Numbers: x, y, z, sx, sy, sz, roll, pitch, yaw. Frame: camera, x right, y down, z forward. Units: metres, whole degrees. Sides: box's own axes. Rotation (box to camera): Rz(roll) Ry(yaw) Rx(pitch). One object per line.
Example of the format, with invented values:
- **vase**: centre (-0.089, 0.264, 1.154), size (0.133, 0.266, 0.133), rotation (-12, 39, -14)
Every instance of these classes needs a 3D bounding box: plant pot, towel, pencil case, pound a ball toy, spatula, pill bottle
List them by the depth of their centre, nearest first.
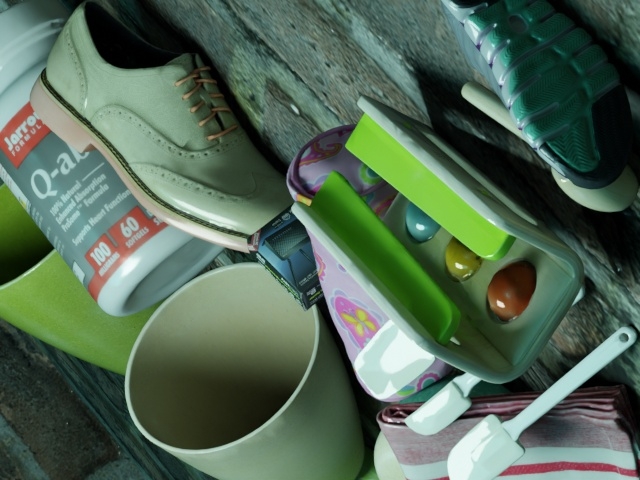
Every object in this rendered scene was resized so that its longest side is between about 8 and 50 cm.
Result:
- **pound a ball toy**: centre (0.132, -0.025, 1.574), size (0.136, 0.208, 0.319), rotation (26, -169, -33)
- **spatula**: centre (0.150, 0.101, 1.680), size (0.242, 0.019, 0.168), rotation (-45, 76, 32)
- **towel**: centre (0.212, 0.274, 1.811), size (0.237, 0.037, 0.329), rotation (-7, 126, 24)
- **pencil case**: centre (0.057, 0.024, 1.848), size (0.124, 0.124, 0.284), rotation (36, 154, 45)
- **pill bottle**: centre (-0.279, -0.105, 2.318), size (0.363, 0.210, 0.210), rotation (51, 162, 11)
- **plant pot**: centre (-0.060, 0.208, 2.326), size (0.256, 0.256, 0.274), rotation (37, 169, 43)
- **plant pot**: centre (-0.312, 0.056, 2.665), size (0.293, 0.275, 0.275), rotation (47, 168, -31)

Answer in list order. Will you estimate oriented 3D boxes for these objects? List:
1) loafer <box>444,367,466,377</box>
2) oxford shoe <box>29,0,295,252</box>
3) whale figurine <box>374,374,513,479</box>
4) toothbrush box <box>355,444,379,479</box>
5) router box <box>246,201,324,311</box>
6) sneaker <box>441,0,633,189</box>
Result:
- **loafer**: centre (0.150, 0.194, 2.031), size (0.050, 0.056, 0.148), rotation (16, 128, 64)
- **oxford shoe**: centre (-0.151, -0.120, 2.097), size (0.397, 0.140, 0.146), rotation (33, 120, 17)
- **whale figurine**: centre (0.190, 0.237, 1.926), size (0.272, 0.141, 0.216), rotation (32, 153, -7)
- **toothbrush box**: centre (0.043, 0.387, 2.391), size (0.283, 0.206, 0.122), rotation (31, 151, 50)
- **router box**: centre (0.000, 0.000, 1.944), size (0.092, 0.122, 0.038), rotation (44, 165, 29)
- **sneaker**: centre (0.159, -0.128, 1.421), size (0.223, 0.083, 0.098), rotation (60, 176, 17)
